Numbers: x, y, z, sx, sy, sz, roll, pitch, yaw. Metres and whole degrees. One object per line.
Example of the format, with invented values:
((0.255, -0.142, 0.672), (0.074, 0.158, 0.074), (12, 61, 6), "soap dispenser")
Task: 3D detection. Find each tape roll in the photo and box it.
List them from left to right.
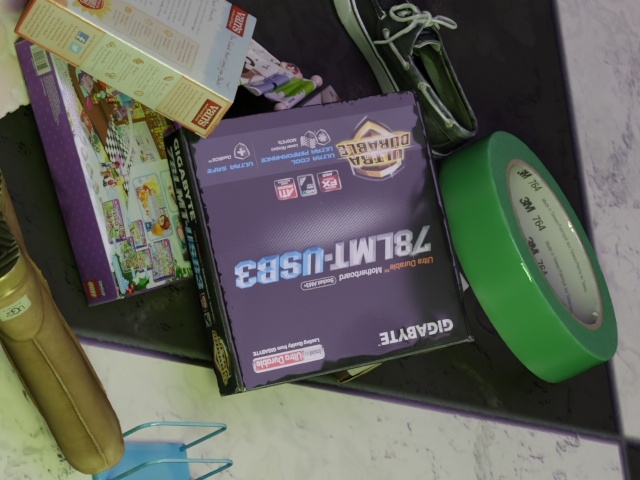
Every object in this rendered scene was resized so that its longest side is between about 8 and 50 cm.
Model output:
((0.264, 0.020, 2.344), (0.321, 0.077, 0.321), (49, 26, -33), "tape roll")

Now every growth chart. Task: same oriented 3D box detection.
((-0.111, -0.232, 2.196), (0.237, 0.021, 0.172), (39, 26, -4), "growth chart")

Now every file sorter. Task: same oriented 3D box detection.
((-0.149, 0.276, 1.895), (0.118, 0.104, 0.170), (7, 64, -41), "file sorter")

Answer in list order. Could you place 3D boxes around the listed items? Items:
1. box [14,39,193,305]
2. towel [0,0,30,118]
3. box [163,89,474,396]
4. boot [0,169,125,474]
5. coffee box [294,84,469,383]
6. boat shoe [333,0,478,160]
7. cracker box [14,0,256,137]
((-0.204, -0.093, 2.028), (0.201, 0.057, 0.293), (-17, 92, -47), "box")
((-0.368, -0.289, 1.964), (0.332, 0.053, 0.317), (-33, 112, -46), "towel")
((0.000, 0.000, 2.044), (0.295, 0.073, 0.293), (-10, 84, -25), "box")
((-0.294, 0.072, 1.834), (0.236, 0.089, 0.269), (-115, -179, -48), "boot")
((0.018, -0.007, 2.182), (0.297, 0.119, 0.168), (56, 43, -5), "coffee box")
((0.113, -0.257, 2.410), (0.113, 0.105, 0.306), (-10, 76, -45), "boat shoe")
((-0.191, -0.227, 1.967), (0.232, 0.067, 0.155), (29, 40, -14), "cracker box")
